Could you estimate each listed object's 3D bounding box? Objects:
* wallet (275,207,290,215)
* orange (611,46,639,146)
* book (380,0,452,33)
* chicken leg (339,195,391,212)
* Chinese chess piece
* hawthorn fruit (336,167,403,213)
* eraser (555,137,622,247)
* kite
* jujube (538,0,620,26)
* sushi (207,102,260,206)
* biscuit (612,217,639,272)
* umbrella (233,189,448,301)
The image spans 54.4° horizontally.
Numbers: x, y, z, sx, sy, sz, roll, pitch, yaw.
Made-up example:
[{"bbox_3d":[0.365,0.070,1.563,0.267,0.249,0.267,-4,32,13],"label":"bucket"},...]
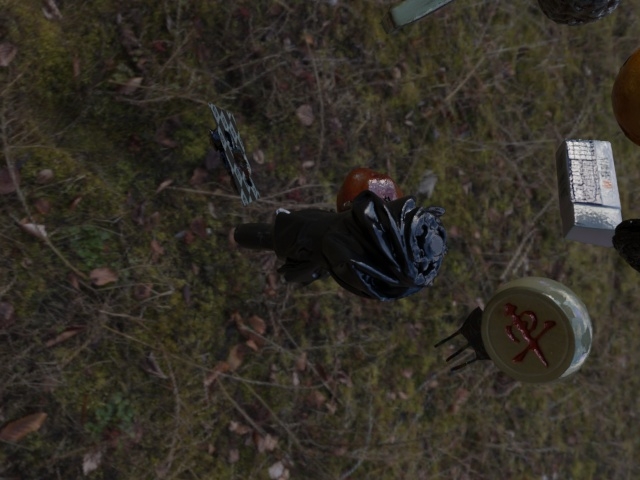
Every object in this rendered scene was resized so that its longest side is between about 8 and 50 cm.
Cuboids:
[{"bbox_3d":[-0.051,-0.053,1.934,0.189,0.095,0.033,22,91,-21],"label":"wallet"},{"bbox_3d":[0.730,-0.300,1.275,0.246,0.246,0.246,-3,93,-47],"label":"orange"},{"bbox_3d":[0.242,-0.429,1.030,0.039,0.300,0.428,61,11,-13],"label":"book"},{"bbox_3d":[0.123,-0.084,1.732,0.105,0.233,0.063,-29,109,-39],"label":"chicken leg"},{"bbox_3d":[0.489,0.207,1.425,0.097,0.250,0.251,-11,100,-47],"label":"Chinese chess piece"},{"bbox_3d":[0.166,-0.110,2.288,0.254,0.254,0.300,46,58,-38],"label":"hawthorn fruit"},{"bbox_3d":[0.670,-0.124,1.561,0.086,0.130,0.287,93,7,-56],"label":"eraser"},{"bbox_3d":[0.419,0.293,1.759,0.015,0.285,0.152,-20,74,-31],"label":"kite"},{"bbox_3d":[0.584,-0.596,1.380,0.317,0.225,0.226,-37,121,-70],"label":"jujube"},{"bbox_3d":[-0.269,-0.239,1.817,0.292,0.059,0.294,-58,131,-82],"label":"sushi"},{"bbox_3d":[0.648,0.025,1.180,0.194,0.194,0.053,40,78,-41],"label":"biscuit"},{"bbox_3d":[0.000,0.000,0.714,0.118,0.340,0.118,-4,97,-39],"label":"umbrella"}]
